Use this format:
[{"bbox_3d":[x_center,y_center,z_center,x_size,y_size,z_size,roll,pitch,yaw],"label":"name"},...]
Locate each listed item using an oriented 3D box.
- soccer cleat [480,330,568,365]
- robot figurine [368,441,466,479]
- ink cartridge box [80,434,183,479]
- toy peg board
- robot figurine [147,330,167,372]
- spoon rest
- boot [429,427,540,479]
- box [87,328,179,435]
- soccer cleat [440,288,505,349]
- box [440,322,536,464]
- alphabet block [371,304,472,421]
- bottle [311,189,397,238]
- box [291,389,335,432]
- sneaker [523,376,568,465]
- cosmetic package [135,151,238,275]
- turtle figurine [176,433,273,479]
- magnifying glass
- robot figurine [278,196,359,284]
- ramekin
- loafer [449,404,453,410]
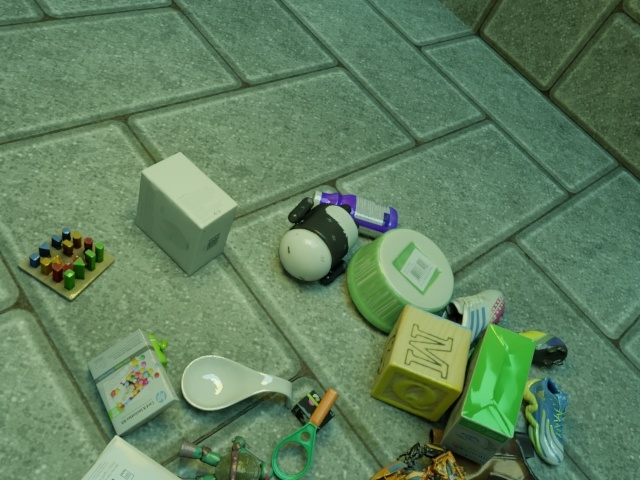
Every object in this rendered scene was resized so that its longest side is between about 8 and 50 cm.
[{"bbox_3d":[0.616,0.321,1.721,0.289,0.093,0.121,10,21,-11],"label":"soccer cleat"},{"bbox_3d":[0.227,0.597,1.298,0.291,0.085,0.211,-19,63,-21],"label":"robot figurine"},{"bbox_3d":[-0.306,0.520,0.998,0.272,0.309,0.130,32,49,3],"label":"ink cartridge box"},{"bbox_3d":[-0.628,0.038,1.388,0.161,0.079,0.161,33,48,3],"label":"toy peg board"},{"bbox_3d":[-0.404,0.270,1.312,0.101,0.067,0.115,-29,67,-5],"label":"robot figurine"},{"bbox_3d":[-0.192,0.347,1.334,0.277,0.084,0.137,11,51,-17],"label":"spoon rest"},{"bbox_3d":[0.422,0.603,1.397,0.281,0.096,0.264,5,59,-15],"label":"boot"},{"bbox_3d":[-0.419,0.314,1.242,0.145,0.038,0.186,-33,69,0],"label":"box"},{"bbox_3d":[0.449,0.213,1.667,0.331,0.116,0.143,-37,111,-38],"label":"soccer cleat"},{"bbox_3d":[0.413,0.382,1.376,0.127,0.231,0.261,22,56,12],"label":"box"},{"bbox_3d":[0.266,0.323,1.469,0.194,0.192,0.197,20,47,5],"label":"alphabet block"},{"bbox_3d":[0.107,-0.088,1.795,0.283,0.092,0.118,17,47,-11],"label":"bottle"},{"bbox_3d":[-0.019,0.423,1.370,0.062,0.052,0.083,-32,73,-38],"label":"box"},{"bbox_3d":[0.638,0.491,1.552,0.091,0.126,0.240,6,52,-19],"label":"sneaker"},{"bbox_3d":[-0.362,-0.070,1.490,0.225,0.224,0.138,41,50,10],"label":"cosmetic package"},{"bbox_3d":[-0.190,0.498,1.203,0.234,0.118,0.175,10,51,-9],"label":"turtle figurine"},{"bbox_3d":[-0.030,0.453,1.309,0.092,0.026,0.231,32,71,9],"label":"magnifying glass"},{"bbox_3d":[-0.002,-0.001,1.632,0.209,0.173,0.278,36,48,10],"label":"robot figurine"},{"bbox_3d":[0.242,0.110,1.631,0.304,0.148,0.303,16,54,-23],"label":"ramekin"},{"bbox_3d":[0.419,0.382,1.564,0.087,0.094,0.251,38,49,2],"label":"loafer"}]
